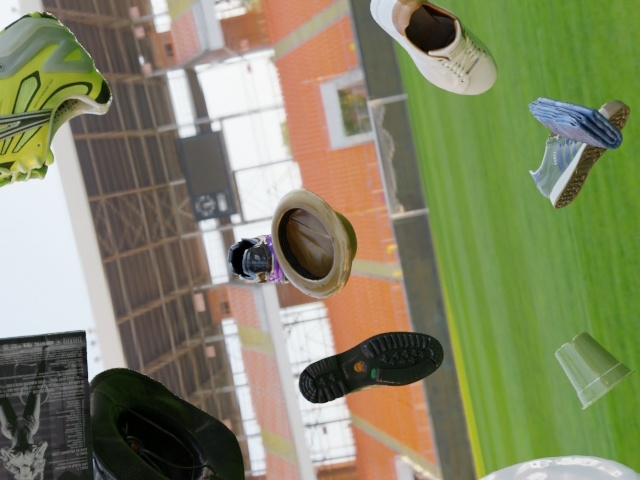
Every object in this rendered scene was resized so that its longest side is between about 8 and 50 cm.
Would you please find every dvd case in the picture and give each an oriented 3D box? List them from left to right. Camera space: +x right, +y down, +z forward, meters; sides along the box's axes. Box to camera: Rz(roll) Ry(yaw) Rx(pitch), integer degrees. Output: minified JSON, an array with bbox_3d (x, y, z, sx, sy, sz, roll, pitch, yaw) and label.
[{"bbox_3d":[-0.373,0.229,1.018,0.018,0.164,0.221,-172,79,-67],"label":"dvd case"}]

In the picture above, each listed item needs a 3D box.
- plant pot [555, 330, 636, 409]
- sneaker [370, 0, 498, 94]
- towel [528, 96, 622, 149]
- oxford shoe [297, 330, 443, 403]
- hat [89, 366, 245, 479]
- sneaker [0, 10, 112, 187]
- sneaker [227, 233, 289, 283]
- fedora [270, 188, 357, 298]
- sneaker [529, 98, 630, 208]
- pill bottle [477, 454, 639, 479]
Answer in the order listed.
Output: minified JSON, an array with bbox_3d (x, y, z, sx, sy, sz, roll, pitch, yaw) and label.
[{"bbox_3d":[0.349,0.163,1.054,0.079,0.083,0.083,54,177,19],"label":"plant pot"},{"bbox_3d":[0.208,-0.308,1.332,0.290,0.106,0.123,24,-164,-37],"label":"sneaker"},{"bbox_3d":[0.300,-0.137,0.960,0.067,0.029,0.119,32,-175,-23],"label":"towel"},{"bbox_3d":[0.073,0.189,1.232,0.096,0.227,0.083,114,144,-78],"label":"oxford shoe"},{"bbox_3d":[-0.268,0.354,1.273,0.331,0.134,0.331,34,-169,-8],"label":"hat"},{"bbox_3d":[-0.416,-0.115,0.987,0.147,0.385,0.145,41,162,-4],"label":"sneaker"},{"bbox_3d":[-0.104,0.026,1.555,0.293,0.146,0.102,-162,71,-85],"label":"sneaker"},{"bbox_3d":[0.000,0.000,1.352,0.079,0.194,0.194,-15,-84,-42],"label":"fedora"},{"bbox_3d":[0.382,-0.146,1.235,0.086,0.064,0.192,53,135,35],"label":"sneaker"},{"bbox_3d":[0.181,0.311,0.523,0.169,0.169,0.301,-57,-54,-81],"label":"pill bottle"}]
